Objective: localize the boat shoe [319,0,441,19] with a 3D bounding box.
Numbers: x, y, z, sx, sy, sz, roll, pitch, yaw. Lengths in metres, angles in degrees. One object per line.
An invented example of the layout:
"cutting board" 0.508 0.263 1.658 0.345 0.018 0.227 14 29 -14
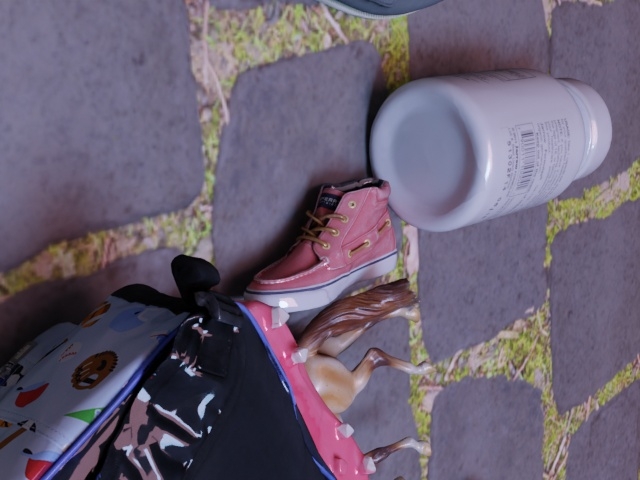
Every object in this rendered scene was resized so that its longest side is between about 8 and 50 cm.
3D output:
"boat shoe" 0.047 -0.235 0.801 0.319 0.099 0.116 -8 103 -46

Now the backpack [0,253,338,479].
"backpack" -0.129 0.184 0.618 0.263 0.213 0.276 -49 123 -38

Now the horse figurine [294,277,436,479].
"horse figurine" 0.016 0.150 0.860 0.174 0.066 0.263 -9 114 -28

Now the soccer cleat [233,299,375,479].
"soccer cleat" -0.031 0.152 0.778 0.083 0.095 0.248 -50 124 -46

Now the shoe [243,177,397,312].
"shoe" 0.000 0.000 0.830 0.178 0.063 0.081 -20 111 -49

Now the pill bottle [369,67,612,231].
"pill bottle" 0.163 -0.089 0.933 0.229 0.131 0.131 -15 108 -45
